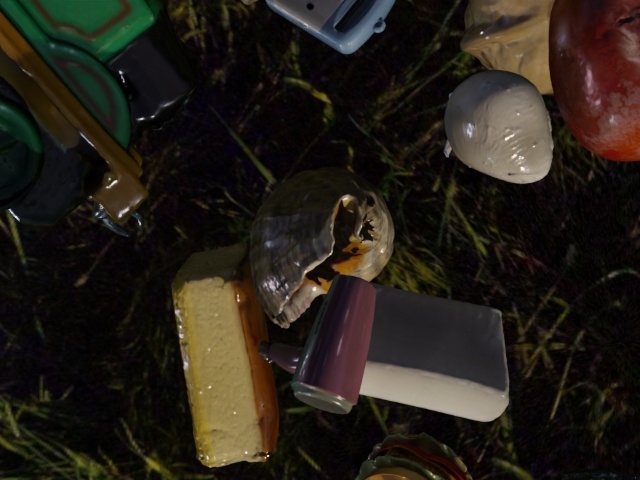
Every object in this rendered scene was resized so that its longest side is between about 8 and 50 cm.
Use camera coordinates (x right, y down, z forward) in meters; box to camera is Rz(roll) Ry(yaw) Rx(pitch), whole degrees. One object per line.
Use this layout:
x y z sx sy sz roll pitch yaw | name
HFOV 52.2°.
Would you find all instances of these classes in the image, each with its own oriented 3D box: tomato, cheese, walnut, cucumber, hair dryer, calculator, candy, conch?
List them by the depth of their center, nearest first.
0.279 -0.157 0.548 0.187 0.151 0.187 -2 76 8 | tomato
-0.016 0.092 0.569 0.154 0.054 0.106 -18 50 53 | hair dryer
-0.009 -0.012 0.820 0.210 0.291 0.159 -33 73 -7 | conch
0.013 -0.353 0.947 0.210 0.039 0.121 39 91 24 | calculator
0.299 -0.198 1.122 0.154 0.189 0.198 -20 28 -13 | cheese
0.563 0.498 1.246 0.115 0.086 0.193 50 142 -5 | cucumber
0.187 0.221 1.305 0.358 0.145 0.208 11 47 2 | candy
0.487 -0.511 1.482 0.381 0.381 0.382 -4 80 24 | walnut

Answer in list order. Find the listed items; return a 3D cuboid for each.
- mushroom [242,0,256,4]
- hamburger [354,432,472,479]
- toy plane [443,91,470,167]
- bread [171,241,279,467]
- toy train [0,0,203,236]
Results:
-0.191 -0.385 0.729 0.336 0.314 0.314 35 98 -6 | mushroom
0.214 0.563 1.456 0.274 0.212 0.275 9 111 25 | hamburger
0.337 -0.261 1.504 0.162 0.065 0.171 -30 91 -11 | toy plane
-0.161 0.188 1.163 0.143 0.323 0.333 -8 100 -5 | bread
-0.238 -0.187 0.469 0.249 0.429 0.178 -42 29 -10 | toy train
